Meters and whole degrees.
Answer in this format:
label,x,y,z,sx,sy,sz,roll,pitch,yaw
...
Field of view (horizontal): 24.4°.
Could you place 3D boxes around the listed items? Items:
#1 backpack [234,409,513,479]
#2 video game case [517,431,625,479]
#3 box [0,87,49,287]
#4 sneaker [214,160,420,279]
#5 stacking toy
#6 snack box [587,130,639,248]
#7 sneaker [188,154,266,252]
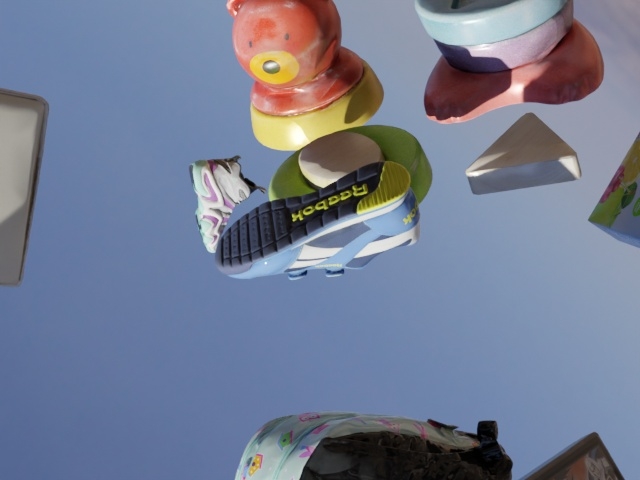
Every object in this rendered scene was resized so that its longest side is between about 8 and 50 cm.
label,x,y,z,sx,sy,sz,roll,pitch,yaw
backpack,0.032,0.185,1.012,0.182,0.152,0.115,17,168,-34
video game case,0.219,0.311,1.215,0.275,0.035,0.248,-20,-104,-50
box,-0.304,-0.048,0.984,0.148,0.127,0.232,7,-178,-37
sneaker,0.000,0.000,0.969,0.053,0.144,0.059,-92,-22,-43
stacking toy,0.066,-0.141,1.189,0.279,0.309,0.130,-87,-21,-56
snack box,0.263,-0.038,1.074,0.037,0.100,0.141,30,-179,-21
sneaker,-0.084,-0.035,1.397,0.038,0.069,0.098,-117,18,-53
